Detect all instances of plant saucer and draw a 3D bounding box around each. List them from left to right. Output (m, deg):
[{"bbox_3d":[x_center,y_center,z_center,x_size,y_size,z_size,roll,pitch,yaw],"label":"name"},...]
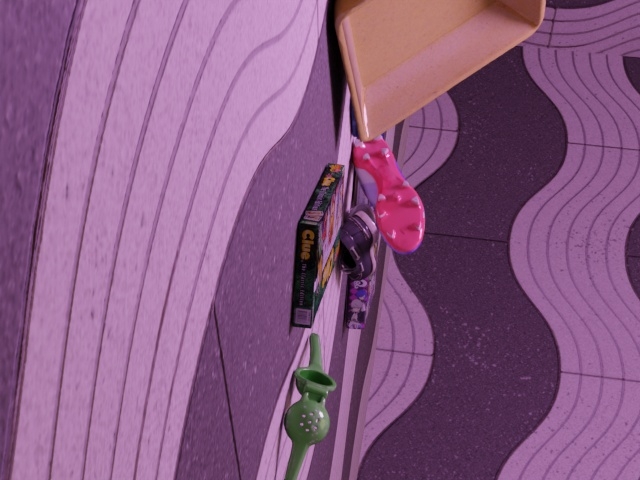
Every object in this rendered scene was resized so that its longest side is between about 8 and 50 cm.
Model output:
[{"bbox_3d":[0.155,-0.318,1.539,0.081,0.333,0.332,53,-7,24],"label":"plant saucer"}]

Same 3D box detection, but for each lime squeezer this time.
[{"bbox_3d":[-0.012,0.215,1.436,0.110,0.059,0.310,90,8,-48],"label":"lime squeezer"}]

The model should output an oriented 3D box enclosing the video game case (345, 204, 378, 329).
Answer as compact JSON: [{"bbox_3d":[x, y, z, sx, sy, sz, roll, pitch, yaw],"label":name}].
[{"bbox_3d":[0.086,0.040,2.240,0.232,0.042,0.210,-63,157,-73],"label":"video game case"}]

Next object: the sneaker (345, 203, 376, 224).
[{"bbox_3d":[0.066,-0.036,1.968,0.152,0.054,0.061,88,-5,-69],"label":"sneaker"}]

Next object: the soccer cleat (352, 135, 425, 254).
[{"bbox_3d":[0.114,-0.069,1.881,0.095,0.083,0.248,79,-9,-56],"label":"soccer cleat"}]

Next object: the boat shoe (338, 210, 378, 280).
[{"bbox_3d":[0.050,0.020,1.894,0.065,0.075,0.206,-35,161,-17],"label":"boat shoe"}]

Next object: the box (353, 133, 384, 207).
[{"bbox_3d":[0.093,-0.173,2.092,0.225,0.037,0.136,-73,168,-56],"label":"box"}]

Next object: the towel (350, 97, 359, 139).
[{"bbox_3d":[0.067,-0.219,1.837,0.119,0.029,0.067,83,14,-65],"label":"towel"}]

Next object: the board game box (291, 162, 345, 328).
[{"bbox_3d":[0.000,0.000,1.453,0.259,0.030,0.136,-68,166,-68],"label":"board game box"}]
